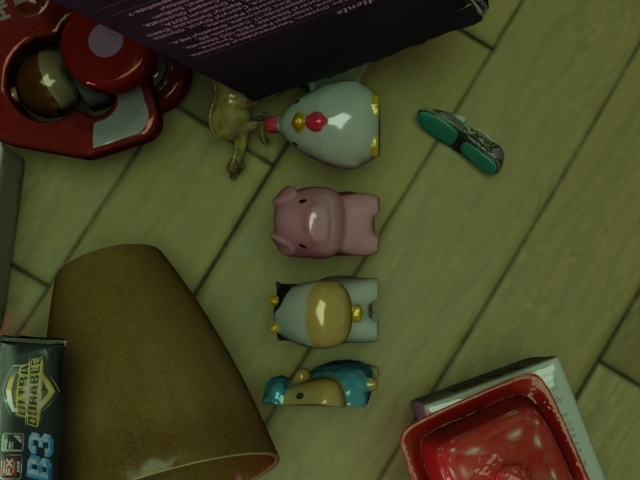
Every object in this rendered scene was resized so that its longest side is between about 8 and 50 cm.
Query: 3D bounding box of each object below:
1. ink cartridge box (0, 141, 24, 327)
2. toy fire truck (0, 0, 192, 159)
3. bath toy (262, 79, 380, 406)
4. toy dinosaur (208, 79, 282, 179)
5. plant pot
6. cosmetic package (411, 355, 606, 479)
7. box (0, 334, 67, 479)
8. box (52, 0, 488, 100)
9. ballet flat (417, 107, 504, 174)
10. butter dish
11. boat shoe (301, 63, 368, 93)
[{"bbox_3d":[-0.476,-0.016,1.255,0.272,0.115,0.199,6,84,-1],"label":"ink cartridge box"},{"bbox_3d":[-0.294,-0.228,1.266,0.253,0.169,0.302,-16,85,8],"label":"toy fire truck"},{"bbox_3d":[0.000,0.000,1.250,0.128,0.151,0.348,1,88,5],"label":"bath toy"},{"bbox_3d":[-0.093,-0.155,1.286,0.092,0.053,0.183,-38,123,-34],"label":"toy dinosaur"},{"bbox_3d":[-0.189,0.141,1.212,0.237,0.237,0.254,-16,71,-4],"label":"plant pot"},{"bbox_3d":[0.201,0.233,1.238,0.151,0.151,0.184,-19,85,-3],"label":"cosmetic package"},{"bbox_3d":[-0.311,0.242,1.145,0.073,0.293,0.296,3,84,-20],"label":"box"},{"bbox_3d":[-0.091,-0.436,1.054,0.297,0.471,0.480,-17,77,22],"label":"box"},{"bbox_3d":[0.163,-0.120,1.334,0.114,0.041,0.041,37,84,1],"label":"ballet flat"},{"bbox_3d":[0.174,0.223,1.102,0.160,0.118,0.160,-23,84,-2],"label":"butter dish"},{"bbox_3d":[0.013,-0.306,1.319,0.091,0.114,0.303,11,87,41],"label":"boat shoe"}]
